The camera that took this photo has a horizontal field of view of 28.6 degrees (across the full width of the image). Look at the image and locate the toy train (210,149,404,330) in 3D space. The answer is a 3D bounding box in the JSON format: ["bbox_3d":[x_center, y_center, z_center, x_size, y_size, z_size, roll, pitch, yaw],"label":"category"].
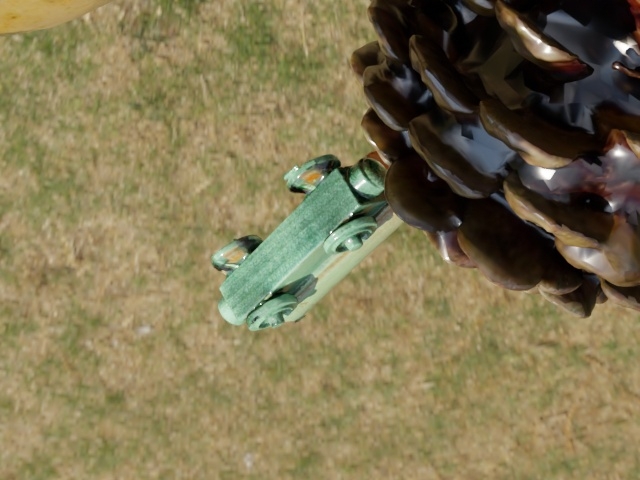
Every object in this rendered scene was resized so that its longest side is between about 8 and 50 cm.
[{"bbox_3d":[0.000,0.000,1.442,0.177,0.116,0.285,-10,151,-50],"label":"toy train"}]

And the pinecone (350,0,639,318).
[{"bbox_3d":[0.116,-0.072,0.508,0.184,0.179,0.204,16,126,-40],"label":"pinecone"}]

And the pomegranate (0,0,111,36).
[{"bbox_3d":[-0.145,-0.178,0.532,0.207,0.207,0.207,-2,126,-2],"label":"pomegranate"}]
